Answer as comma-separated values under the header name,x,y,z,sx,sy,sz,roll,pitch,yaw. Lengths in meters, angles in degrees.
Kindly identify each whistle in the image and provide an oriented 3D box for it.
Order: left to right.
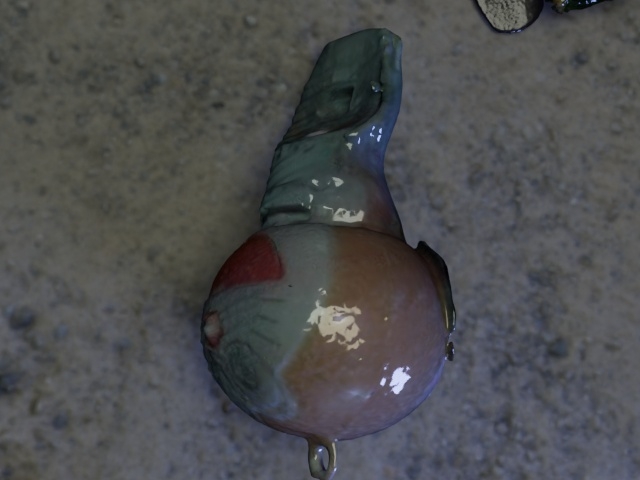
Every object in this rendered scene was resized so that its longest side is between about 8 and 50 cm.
name,x,y,z,sx,sy,sz,roll,pitch,yaw
whistle,0.000,0.000,0.943,0.189,0.189,0.348,6,74,-11

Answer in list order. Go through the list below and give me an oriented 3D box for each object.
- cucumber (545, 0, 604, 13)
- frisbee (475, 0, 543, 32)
name,x,y,z,sx,sy,sz,roll,pitch,yaw
cucumber,0.292,-0.265,1.062,0.265,0.077,0.077,-27,92,-10
frisbee,0.112,-0.281,1.059,0.211,0.012,0.187,27,81,-8
